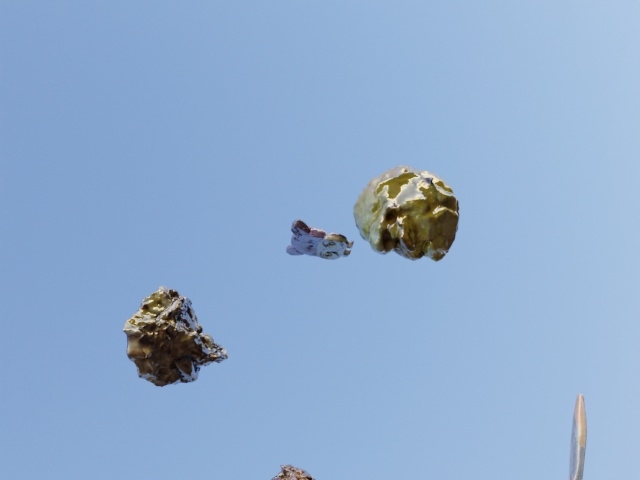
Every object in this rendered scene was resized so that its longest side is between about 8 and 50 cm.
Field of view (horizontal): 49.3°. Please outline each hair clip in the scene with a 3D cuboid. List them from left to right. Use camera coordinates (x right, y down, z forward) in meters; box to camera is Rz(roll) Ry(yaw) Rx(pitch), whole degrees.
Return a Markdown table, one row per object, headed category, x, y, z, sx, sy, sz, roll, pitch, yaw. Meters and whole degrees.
| category | x | y | z | sx | sy | sz | roll | pitch | yaw |
| --- | --- | --- | --- | --- | --- | --- | --- | --- | --- |
| hair clip | -0.002 | 0.008 | 1.575 | 0.146 | 0.187 | 0.056 | 11 | -102 | -3 |

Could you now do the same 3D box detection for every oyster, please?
| category | x | y | z | sx | sy | sz | roll | pitch | yaw |
| --- | --- | --- | --- | --- | --- | --- | --- | --- | --- |
| oyster | -0.293 | 0.201 | 1.401 | 0.223 | 0.083 | 0.214 | -49 | -60 | -52 |

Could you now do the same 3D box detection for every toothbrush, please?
| category | x | y | z | sx | sy | sz | roll | pitch | yaw |
| --- | --- | --- | --- | --- | --- | --- | --- | --- | --- |
| toothbrush | 0.363 | 0.387 | 0.998 | 0.028 | 0.037 | 0.375 | 88 | -161 | -51 |

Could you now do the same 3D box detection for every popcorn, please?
| category | x | y | z | sx | sy | sz | roll | pitch | yaw |
| --- | --- | --- | --- | --- | --- | --- | --- | --- | --- |
| popcorn | 0.187 | -0.063 | 1.499 | 0.266 | 0.233 | 0.192 | -55 | -17 | -51 |

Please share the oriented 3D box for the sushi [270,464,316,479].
| category | x | y | z | sx | sy | sz | roll | pitch | yaw |
| --- | --- | --- | --- | --- | --- | --- | --- | --- | --- |
| sushi | -0.043 | 0.667 | 1.512 | 0.234 | 0.349 | 0.208 | 6 | -60 | -3 |
